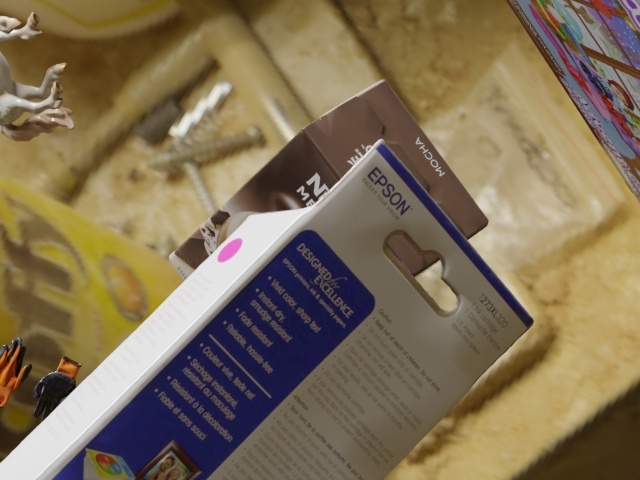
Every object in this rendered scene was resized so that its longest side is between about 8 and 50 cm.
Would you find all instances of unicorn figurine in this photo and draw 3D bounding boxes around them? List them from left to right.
[{"bbox_3d":[-0.284,-0.157,1.575,0.111,0.060,0.162,-19,92,27],"label":"unicorn figurine"}]

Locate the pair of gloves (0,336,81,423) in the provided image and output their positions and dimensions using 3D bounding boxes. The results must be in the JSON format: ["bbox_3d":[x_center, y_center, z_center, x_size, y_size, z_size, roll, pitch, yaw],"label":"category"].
[{"bbox_3d":[-0.277,0.136,1.753,0.083,0.010,0.074,22,106,-3],"label":"pair of gloves"}]

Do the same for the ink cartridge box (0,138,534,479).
[{"bbox_3d":[-0.052,0.118,1.129,0.371,0.176,0.069,-44,27,-4],"label":"ink cartridge box"}]

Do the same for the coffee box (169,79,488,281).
[{"bbox_3d":[0.000,0.000,1.721,0.168,0.119,0.297,54,142,4],"label":"coffee box"}]

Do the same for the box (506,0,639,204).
[{"bbox_3d":[0.123,-0.088,0.672,0.057,0.293,0.201,-38,22,-2],"label":"box"}]
